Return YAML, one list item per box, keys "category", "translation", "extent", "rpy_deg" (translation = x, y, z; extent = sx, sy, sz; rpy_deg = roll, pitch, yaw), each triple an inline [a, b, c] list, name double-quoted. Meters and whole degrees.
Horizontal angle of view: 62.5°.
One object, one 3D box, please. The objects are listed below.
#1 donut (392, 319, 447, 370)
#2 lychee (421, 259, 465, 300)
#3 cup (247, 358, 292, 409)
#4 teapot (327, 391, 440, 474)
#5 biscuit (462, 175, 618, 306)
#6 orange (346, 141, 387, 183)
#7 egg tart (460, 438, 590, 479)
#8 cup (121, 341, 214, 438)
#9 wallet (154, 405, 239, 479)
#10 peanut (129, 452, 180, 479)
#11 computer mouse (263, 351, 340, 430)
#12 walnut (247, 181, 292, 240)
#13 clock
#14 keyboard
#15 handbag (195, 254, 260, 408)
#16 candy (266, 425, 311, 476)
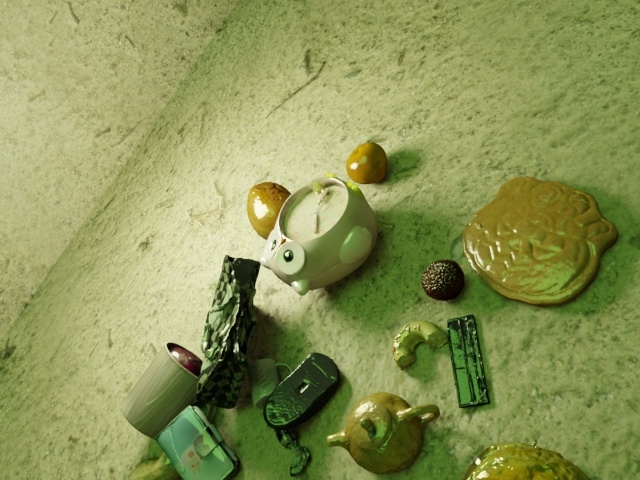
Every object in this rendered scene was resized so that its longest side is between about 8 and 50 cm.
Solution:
- category: "donut"
  translation: [0.265, 0.281, 1.496]
  extent: [0.166, 0.065, 0.108]
  rpy_deg: [-37, 45, 10]
- category: "lychee"
  translation: [0.354, 0.110, 1.510]
  extent: [0.123, 0.123, 0.129]
  rpy_deg: [63, 140, 43]
- category: "cup"
  translation: [-0.163, 0.446, 1.674]
  extent: [0.136, 0.099, 0.133]
  rpy_deg: [-41, 43, 23]
- category: "teapot"
  translation: [0.159, 0.485, 1.366]
  extent: [0.311, 0.167, 0.203]
  rpy_deg: [-26, 48, 20]
- category: "biscuit"
  translation: [0.588, -0.007, 1.455]
  extent: [0.365, 0.062, 0.385]
  rpy_deg: [-49, 45, -3]
- category: "orange"
  translation: [0.170, -0.271, 1.889]
  extent: [0.159, 0.136, 0.159]
  rpy_deg: [-35, 28, 22]
- category: "egg tart"
  translation: [0.422, 0.588, 1.119]
  extent: [0.351, 0.153, 0.340]
  rpy_deg: [5, 62, 37]
- category: "cup"
  translation: [-0.498, 0.536, 1.825]
  extent: [0.273, 0.288, 0.208]
  rpy_deg: [-51, 9, -2]
- category: "wallet"
  translation: [-0.386, 0.664, 1.655]
  extent: [0.176, 0.075, 0.250]
  rpy_deg: [-43, 69, -3]
- category: "peanut"
  translation: [-0.532, 0.762, 1.738]
  extent: [0.263, 0.101, 0.117]
  rpy_deg: [-33, 67, 14]
- category: "computer mouse"
  translation: [-0.052, 0.464, 1.591]
  extent: [0.269, 0.086, 0.137]
  rpy_deg: [-42, 56, -16]
- category: "walnut"
  translation: [-0.184, -0.117, 1.996]
  extent: [0.203, 0.203, 0.298]
  rpy_deg: [-46, 57, 2]
- category: "clock"
  translation: [0.000, 0.000, 1.755]
  extent: [0.377, 0.250, 0.368]
  rpy_deg: [-48, 44, -10]
- category: "keyboard"
  translation: [0.389, 0.319, 1.413]
  extent: [0.087, 0.017, 0.251]
  rpy_deg: [-19, 52, 24]
- category: "handbag"
  translation: [-0.287, 0.289, 1.717]
  extent: [0.317, 0.180, 0.416]
  rpy_deg: [117, 162, -49]
- category: "candy"
  translation: [-0.104, 0.591, 1.573]
  extent: [0.094, 0.051, 0.226]
  rpy_deg: [-44, 45, 8]
